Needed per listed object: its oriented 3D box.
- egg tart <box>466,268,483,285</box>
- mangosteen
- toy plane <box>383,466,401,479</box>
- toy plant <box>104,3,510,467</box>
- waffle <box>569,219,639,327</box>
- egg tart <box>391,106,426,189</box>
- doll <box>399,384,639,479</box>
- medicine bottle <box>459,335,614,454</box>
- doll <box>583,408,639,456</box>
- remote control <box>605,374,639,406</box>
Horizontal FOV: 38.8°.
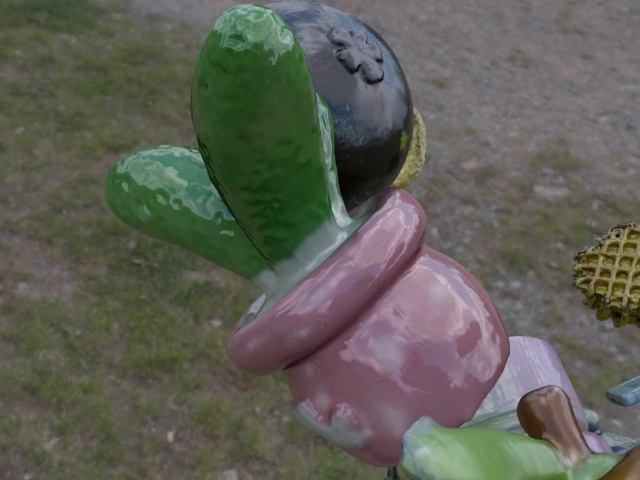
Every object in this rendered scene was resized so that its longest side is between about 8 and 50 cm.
[{"bbox_3d":[0.158,0.061,1.658,0.294,0.116,0.295,25,4,-2],"label":"egg tart"},{"bbox_3d":[-0.029,-0.145,1.103,0.287,0.288,0.288,13,32,-8],"label":"mangosteen"},{"bbox_3d":[0.146,0.476,1.650,0.088,0.262,0.192,2,42,-4],"label":"toy plane"},{"bbox_3d":[0.001,0.007,0.751,0.210,0.317,0.356,-40,95,-32],"label":"toy plant"},{"bbox_3d":[0.486,0.049,1.380,0.193,0.070,0.197,-36,44,-9],"label":"waffle"},{"bbox_3d":[0.084,-0.154,1.501,0.191,0.074,0.191,2,76,-9],"label":"egg tart"},{"bbox_3d":[0.148,0.145,0.361,0.213,0.213,0.236,-19,69,-44],"label":"doll"},{"bbox_3d":[0.232,0.315,0.965,0.219,0.219,0.389,1,51,-26],"label":"medicine bottle"},{"bbox_3d":[0.556,0.411,1.612,0.228,0.154,0.258,28,-5,-8],"label":"doll"},{"bbox_3d":[0.425,0.178,1.156,0.124,0.018,0.053,-23,4,-11],"label":"remote control"}]
